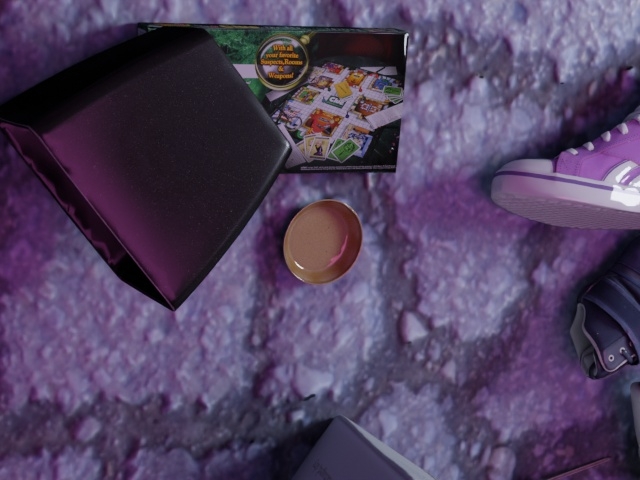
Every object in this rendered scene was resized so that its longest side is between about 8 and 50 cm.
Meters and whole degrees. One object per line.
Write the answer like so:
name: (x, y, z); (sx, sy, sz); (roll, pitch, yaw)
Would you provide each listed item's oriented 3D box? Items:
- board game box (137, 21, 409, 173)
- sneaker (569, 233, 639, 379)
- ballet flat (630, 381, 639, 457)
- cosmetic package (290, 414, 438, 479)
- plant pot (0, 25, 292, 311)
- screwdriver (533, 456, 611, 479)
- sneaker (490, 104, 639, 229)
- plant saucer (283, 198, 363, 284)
board game box: (-0.044, -0.127, 1.587); (0.259, 0.030, 0.136); (-1, 107, -27)
sneaker: (0.359, 0.115, 1.794); (0.163, 0.086, 0.226); (-42, 86, -14)
ballet flat: (0.439, 0.296, 1.910); (0.400, 0.139, 0.139); (36, 87, -31)
cosmetic package: (0.064, 0.428, 1.590); (0.329, 0.327, 0.394); (34, 88, -12)
plant pot: (-0.137, -0.076, 1.448); (0.167, 0.188, 0.187); (-40, 109, -12)
screwdriver: (0.238, 0.250, 1.849); (0.170, 0.024, 0.025); (-21, 84, -27)
sneaker: (0.298, -0.094, 1.746); (0.282, 0.102, 0.161); (3, 80, -19)
plant saucer: (0.000, 0.000, 1.653); (0.083, 0.015, 0.083); (-8, 109, -24)
